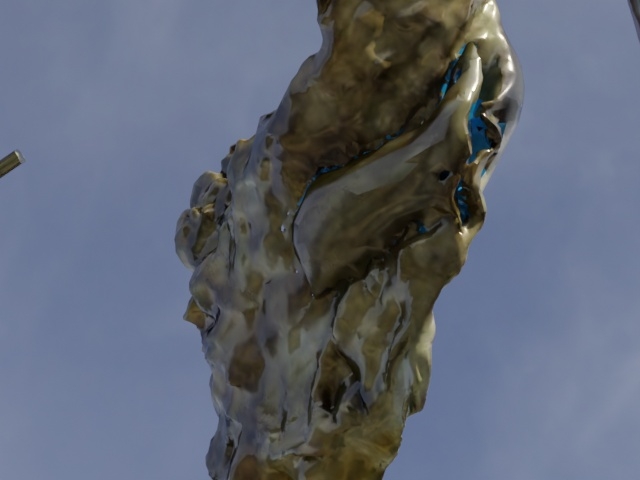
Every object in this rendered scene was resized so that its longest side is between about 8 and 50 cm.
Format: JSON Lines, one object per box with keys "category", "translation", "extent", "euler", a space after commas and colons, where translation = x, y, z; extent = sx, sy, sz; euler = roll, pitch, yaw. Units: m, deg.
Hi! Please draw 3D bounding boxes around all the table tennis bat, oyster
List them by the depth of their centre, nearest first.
{"category": "oyster", "translation": [0.000, 0.000, 0.709], "extent": [0.083, 0.223, 0.214], "euler": [14, -24, -15]}
{"category": "table tennis bat", "translation": [-0.173, -0.018, 0.896], "extent": [0.083, 0.050, 0.007], "euler": [-33, -85, 11]}

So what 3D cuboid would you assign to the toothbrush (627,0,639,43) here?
{"category": "toothbrush", "translation": [0.164, -0.272, 1.180], "extent": [0.024, 0.029, 0.354], "euler": [-15, -92, -10]}
